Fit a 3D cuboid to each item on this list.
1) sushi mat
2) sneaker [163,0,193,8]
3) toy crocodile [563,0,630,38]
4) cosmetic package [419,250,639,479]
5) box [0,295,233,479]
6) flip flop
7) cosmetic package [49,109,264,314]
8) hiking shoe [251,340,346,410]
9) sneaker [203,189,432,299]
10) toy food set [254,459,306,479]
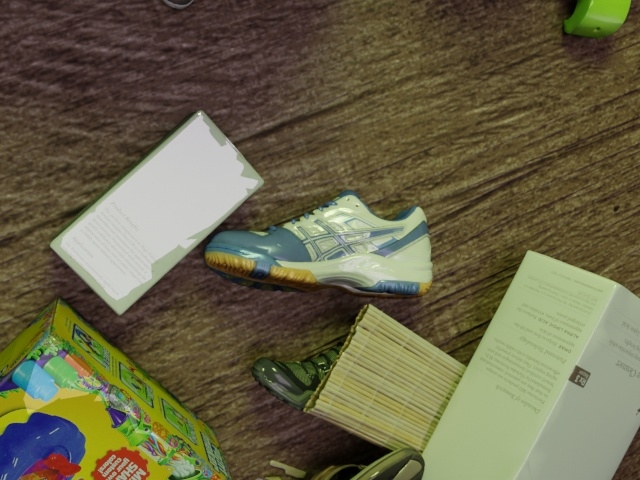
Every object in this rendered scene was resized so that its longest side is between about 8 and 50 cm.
[{"bbox_3d":[0.119,0.208,0.961,0.316,0.019,0.152,35,81,-39],"label":"sushi mat"},{"bbox_3d":[-0.142,-0.345,0.835,0.061,0.065,0.158,24,91,-18],"label":"sneaker"},{"bbox_3d":[0.366,-0.443,0.962,0.115,0.105,0.341,-8,96,-15],"label":"toy crocodile"},{"bbox_3d":[0.303,0.236,0.988,0.217,0.156,0.385,25,90,-36],"label":"cosmetic package"},{"bbox_3d":[-0.301,0.274,0.827,0.290,0.177,0.279,-46,109,-5],"label":"box"},{"bbox_3d":[0.011,0.347,0.964,0.277,0.080,0.112,-37,135,12],"label":"flip flop"},{"bbox_3d":[-0.192,-0.036,0.860,0.231,0.085,0.117,-43,108,-8],"label":"cosmetic package"},{"bbox_3d":[0.017,0.170,0.962,0.226,0.086,0.114,20,86,-28],"label":"hiking shoe"},{"bbox_3d":[0.000,0.000,0.926,0.296,0.112,0.131,6,79,-19],"label":"sneaker"},{"bbox_3d":[-0.068,0.365,0.991,0.077,0.019,0.122,26,91,-19],"label":"toy food set"}]
